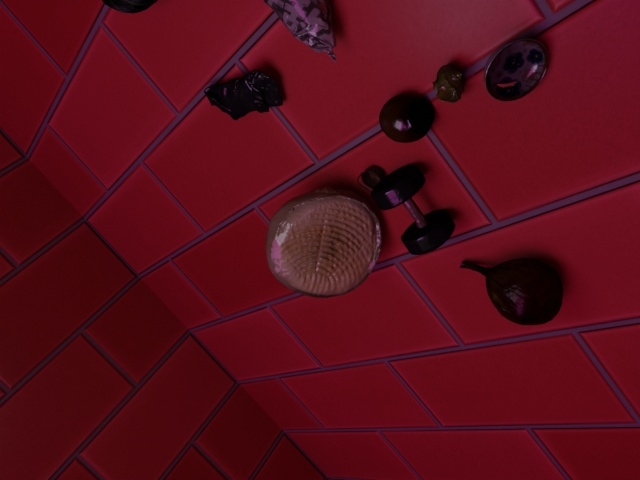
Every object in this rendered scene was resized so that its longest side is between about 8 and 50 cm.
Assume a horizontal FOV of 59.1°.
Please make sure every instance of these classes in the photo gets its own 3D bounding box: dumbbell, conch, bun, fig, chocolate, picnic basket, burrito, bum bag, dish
[{"bbox_3d":[0.256,-0.085,1.559,0.152,0.152,0.218,-18,114,48],"label":"dumbbell"},{"bbox_3d":[0.298,-0.361,1.315,0.121,0.074,0.089,159,102,-70],"label":"conch"},{"bbox_3d":[0.002,-0.003,1.764,0.364,0.364,0.202,63,174,-27],"label":"bun"},{"bbox_3d":[0.509,0.140,1.558,0.290,0.191,0.191,0,127,39],"label":"fig"},{"bbox_3d":[0.210,-0.307,1.437,0.133,0.127,0.124,-13,88,60],"label":"chocolate"},{"bbox_3d":[0.143,-0.170,1.625,0.072,0.083,0.072,22,138,21],"label":"picnic basket"},{"bbox_3d":[-0.090,-0.620,1.367,0.445,0.101,0.139,48,131,-6],"label":"burrito"},{"bbox_3d":[-0.230,-0.431,1.690,0.310,0.074,0.137,1,141,47],"label":"bum bag"},{"bbox_3d":[0.406,-0.380,1.214,0.141,0.078,0.141,-8,133,-8],"label":"dish"}]

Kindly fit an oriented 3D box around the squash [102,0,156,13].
[{"bbox_3d":[-0.547,-0.761,1.557,0.252,0.165,0.252,26,143,22],"label":"squash"}]
